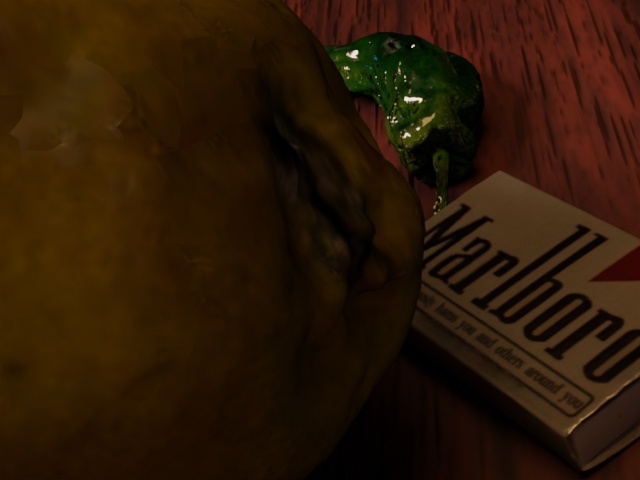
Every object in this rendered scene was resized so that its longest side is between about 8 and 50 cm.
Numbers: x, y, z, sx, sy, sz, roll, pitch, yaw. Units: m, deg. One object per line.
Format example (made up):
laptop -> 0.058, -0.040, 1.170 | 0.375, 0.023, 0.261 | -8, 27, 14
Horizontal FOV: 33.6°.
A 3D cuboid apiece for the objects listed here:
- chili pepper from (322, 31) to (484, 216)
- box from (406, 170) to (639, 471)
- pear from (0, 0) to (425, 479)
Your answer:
chili pepper -> 0.047, -0.098, 0.723 | 0.122, 0.065, 0.279 | -35, 34, -5
box -> 0.108, 0.031, 0.536 | 0.115, 0.036, 0.177 | -33, 36, -16
pear -> -0.165, -0.002, 0.473 | 0.413, 0.352, 0.352 | 13, 47, 27
